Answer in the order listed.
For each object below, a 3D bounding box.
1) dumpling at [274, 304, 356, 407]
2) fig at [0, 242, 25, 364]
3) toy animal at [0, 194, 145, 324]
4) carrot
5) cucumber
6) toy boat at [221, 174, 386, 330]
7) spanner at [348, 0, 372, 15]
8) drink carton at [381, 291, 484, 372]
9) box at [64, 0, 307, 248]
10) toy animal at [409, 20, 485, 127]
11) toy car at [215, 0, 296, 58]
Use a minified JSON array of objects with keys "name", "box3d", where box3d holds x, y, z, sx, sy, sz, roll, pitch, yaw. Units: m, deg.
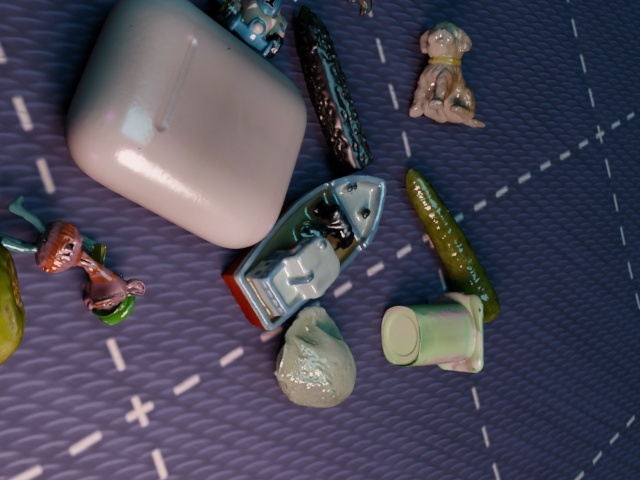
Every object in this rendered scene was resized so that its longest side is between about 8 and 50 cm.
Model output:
[{"name":"dumpling","box3d":[0.005,0.198,1.389,0.152,0.108,0.219,-57,149,-3]},{"name":"fig","box3d":[-0.435,0.081,0.963,0.233,0.167,0.167,-19,100,-49]},{"name":"toy animal","box3d":[-0.325,0.023,1.131,0.208,0.100,0.103,36,25,-33]},{"name":"carrot","box3d":[0.250,0.010,1.678,0.074,0.074,0.358,-45,114,-35]},{"name":"cucumber","box3d":[0.013,-0.251,1.470,0.072,0.072,0.300,-32,107,-40]},{"name":"toy boat","box3d":[0.000,0.000,1.396,0.332,0.133,0.145,-45,116,-36]},{"name":"spanner","box3d":[0.121,-0.509,1.623,0.054,0.015,0.254,50,56,-27]},{"name":"drink carton","box3d":[0.195,0.169,1.575,0.142,0.144,0.146,-1,87,-34]},{"name":"box","box3d":[-0.177,-0.166,1.234,0.349,0.141,0.289,31,68,-38]},{"name":"toy animal","box3d":[0.260,-0.321,1.687,0.184,0.104,0.185,11,75,-41]},{"name":"toy car","box3d":[-0.092,-0.356,1.314,0.126,0.098,0.161,35,22,-23]}]
